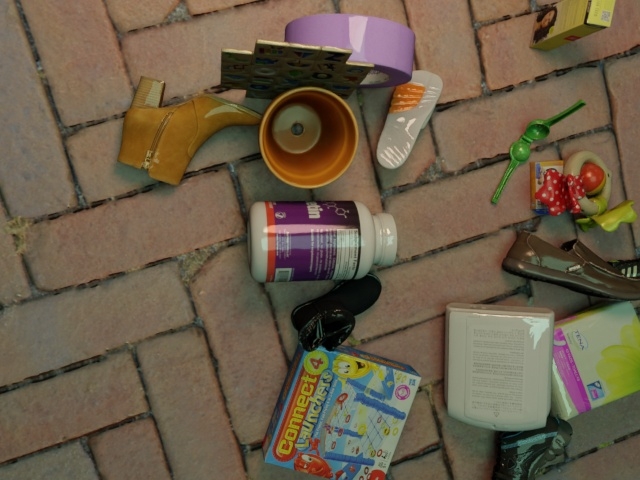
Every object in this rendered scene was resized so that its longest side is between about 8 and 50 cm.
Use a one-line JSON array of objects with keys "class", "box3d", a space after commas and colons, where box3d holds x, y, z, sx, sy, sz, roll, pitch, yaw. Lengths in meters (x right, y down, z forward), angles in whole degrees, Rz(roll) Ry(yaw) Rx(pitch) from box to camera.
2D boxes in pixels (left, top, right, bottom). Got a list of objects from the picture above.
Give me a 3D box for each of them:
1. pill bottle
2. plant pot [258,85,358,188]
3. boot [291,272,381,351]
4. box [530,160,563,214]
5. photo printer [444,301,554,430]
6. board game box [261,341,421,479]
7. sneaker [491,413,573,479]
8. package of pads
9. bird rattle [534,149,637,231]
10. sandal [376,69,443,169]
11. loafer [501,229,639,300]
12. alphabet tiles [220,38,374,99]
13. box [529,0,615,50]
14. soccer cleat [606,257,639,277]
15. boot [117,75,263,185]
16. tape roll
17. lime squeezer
[{"class": "pill bottle", "box3d": [0.000, 0.000, 1.264, 0.322, 0.181, 0.182, -1, 97, -11]}, {"class": "plant pot", "box3d": [-0.038, -0.233, 1.217, 0.205, 0.188, 0.205, -3, 109, -10]}, {"class": "boot", "box3d": [0.053, 0.164, 1.279, 0.246, 0.207, 0.094, -23, 100, -8]}, {"class": "box", "box3d": [0.581, -0.135, 1.437, 0.081, 0.028, 0.136, -5, 95, -11]}, {"class": "photo printer", "box3d": [0.434, 0.314, 1.379, 0.255, 0.107, 0.308, 1, 97, 17]}, {"class": "board game box", "box3d": [0.049, 0.419, 1.368, 0.301, 0.086, 0.309, 19, 93, -12]}, {"class": "sneaker", "box3d": [0.503, 0.580, 1.471, 0.139, 0.125, 0.341, 38, 83, 4]}, {"class": "package of pads", "box3d": [0.694, 0.298, 1.446, 0.296, 0.101, 0.229, -17, 83, -10]}, {"class": "bird rattle", "box3d": [0.656, -0.128, 1.411, 0.253, 0.143, 0.207, 26, 69, -17]}, {"class": "sandal", "box3d": [0.199, -0.279, 1.323, 0.101, 0.076, 0.265, 25, 79, 9]}, {"class": "loafer", "box3d": [0.647, 0.061, 1.402, 0.365, 0.134, 0.130, 15, 87, -3]}, {"class": "alphabet tiles", "box3d": [-0.058, -0.332, 1.135, 0.284, 0.342, 0.011, 2, 88, -10]}, {"class": "box", "box3d": [0.572, -0.505, 1.289, 0.058, 0.232, 0.088, 9, 94, -11]}, {"class": "soccer cleat", "box3d": [0.806, 0.076, 1.488, 0.178, 0.060, 0.072, -28, 99, -4]}, {"class": "boot", "box3d": [-0.284, -0.221, 1.236, 0.294, 0.104, 0.211, 14, 99, -7]}, {"class": "tape roll", "box3d": [0.059, -0.391, 1.184, 0.274, 0.275, 0.090, 3, 94, -11]}, {"class": "lime squeezer", "box3d": [0.522, -0.229, 1.384, 0.058, 0.110, 0.310, 19, 124, -28]}]
